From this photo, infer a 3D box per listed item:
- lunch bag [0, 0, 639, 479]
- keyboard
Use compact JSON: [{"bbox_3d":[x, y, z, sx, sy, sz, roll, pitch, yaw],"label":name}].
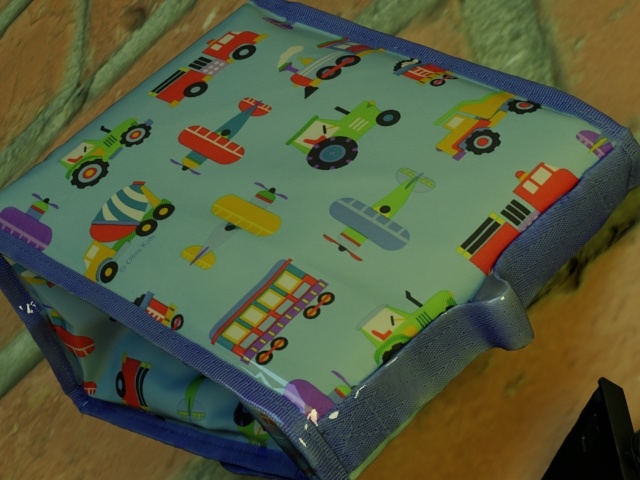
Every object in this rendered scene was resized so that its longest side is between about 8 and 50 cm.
[{"bbox_3d":[0.000,0.000,0.881,0.221,0.138,0.293,-41,31,-22],"label":"lunch bag"},{"bbox_3d":[0.126,0.137,0.685,0.192,0.038,0.100,-95,23,-49],"label":"keyboard"}]
